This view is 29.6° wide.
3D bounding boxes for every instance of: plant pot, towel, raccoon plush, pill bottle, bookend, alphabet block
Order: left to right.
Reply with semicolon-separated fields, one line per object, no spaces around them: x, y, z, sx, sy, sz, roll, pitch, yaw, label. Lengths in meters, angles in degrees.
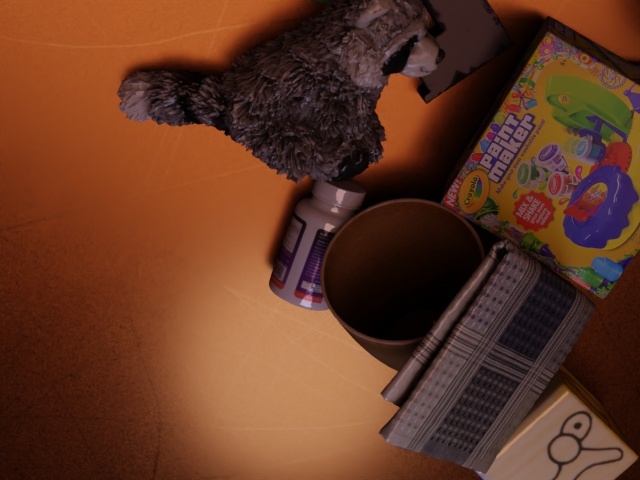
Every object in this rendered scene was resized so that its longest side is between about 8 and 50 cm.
-0.060;-0.253;1.649;0.446;0.216;0.299;1;132;-6;raccoon plush
0.000;0.000;1.849;0.108;0.108;0.193;17;106;-11;pill bottle
0.140;0.101;1.825;0.237;0.237;0.254;-20;148;1;plant pot
0.174;-0.312;1.780;0.157;0.072;0.156;-34;107;7;bookend
0.236;0.174;1.719;0.312;0.056;0.324;28;96;-52;towel
0.356;0.315;1.945;0.197;0.193;0.192;-43;109;9;alphabet block

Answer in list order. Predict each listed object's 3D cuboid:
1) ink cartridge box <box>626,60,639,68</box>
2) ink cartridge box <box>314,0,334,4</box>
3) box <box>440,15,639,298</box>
0.556;-0.148;1.880;0.275;0.060;0.239;4;107;-7;ink cartridge box
-0.055;-0.428;1.710;0.208;0.087;0.153;10;108;-9;ink cartridge box
0.371;-0.124;1.763;0.279;0.177;0.290;30;111;0;box
